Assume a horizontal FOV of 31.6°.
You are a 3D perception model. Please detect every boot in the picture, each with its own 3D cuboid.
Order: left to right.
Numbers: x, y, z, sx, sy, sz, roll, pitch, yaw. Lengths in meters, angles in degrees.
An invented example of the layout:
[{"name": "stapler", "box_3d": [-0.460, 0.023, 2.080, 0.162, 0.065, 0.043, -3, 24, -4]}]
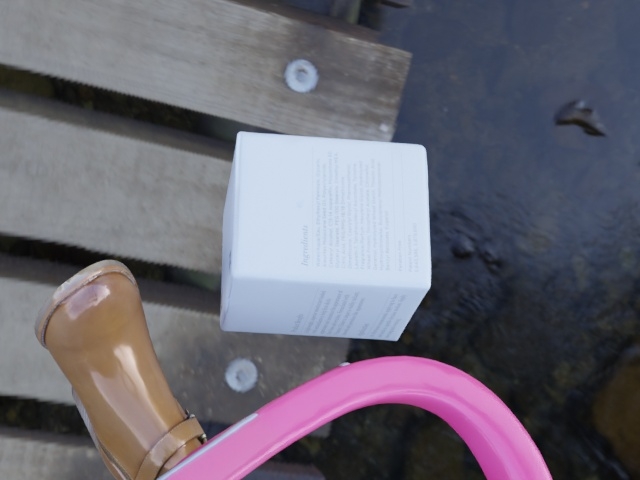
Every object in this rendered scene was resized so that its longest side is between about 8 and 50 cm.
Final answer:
[{"name": "boot", "box_3d": [-0.162, 0.165, 1.037, 0.109, 0.220, 0.283, -26, 150, -28]}]

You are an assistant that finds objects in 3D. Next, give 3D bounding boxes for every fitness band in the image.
[{"name": "fitness band", "box_3d": [0.011, 0.189, 0.631, 0.290, 0.054, 0.209, -29, 85, -29]}]

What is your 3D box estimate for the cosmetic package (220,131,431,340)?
[{"name": "cosmetic package", "box_3d": [0.000, 0.000, 1.093, 0.183, 0.151, 0.152, 4, 65, -8]}]
